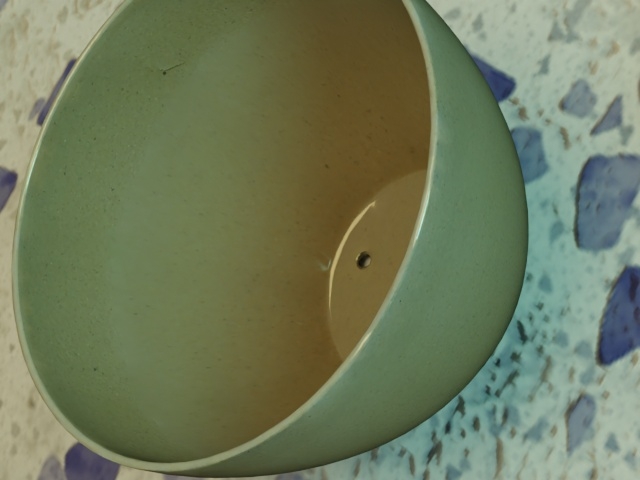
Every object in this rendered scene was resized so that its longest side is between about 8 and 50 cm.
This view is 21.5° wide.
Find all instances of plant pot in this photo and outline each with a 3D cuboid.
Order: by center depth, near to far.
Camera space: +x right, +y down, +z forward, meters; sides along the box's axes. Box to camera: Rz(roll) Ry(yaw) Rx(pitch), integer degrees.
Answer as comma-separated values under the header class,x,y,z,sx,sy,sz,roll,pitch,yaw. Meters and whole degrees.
class,x,y,z,sx,sy,sz,roll,pitch,yaw
plant pot,0.000,0.000,0.900,0.284,0.191,0.284,-16,64,36
